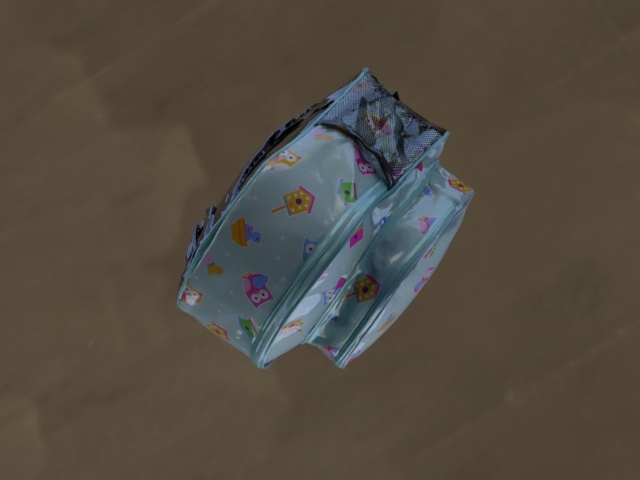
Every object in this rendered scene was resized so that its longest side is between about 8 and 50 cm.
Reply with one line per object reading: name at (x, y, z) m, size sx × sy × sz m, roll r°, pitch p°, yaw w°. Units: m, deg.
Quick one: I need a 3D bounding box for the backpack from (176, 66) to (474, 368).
backpack at (0.000, 0.000, 1.205) m, size 0.144 × 0.188 × 0.166 m, roll 44°, pitch -50°, yaw 11°
